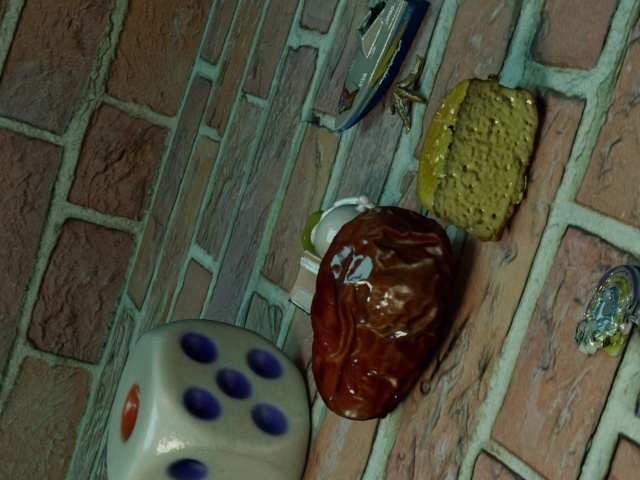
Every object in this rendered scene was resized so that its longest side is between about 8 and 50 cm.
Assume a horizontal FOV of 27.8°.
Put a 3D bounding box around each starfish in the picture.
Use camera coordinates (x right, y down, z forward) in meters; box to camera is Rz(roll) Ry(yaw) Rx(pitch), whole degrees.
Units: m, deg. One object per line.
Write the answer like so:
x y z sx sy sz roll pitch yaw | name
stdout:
0.141 -0.250 2.269 0.130 0.041 0.133 143 138 -59 | starfish

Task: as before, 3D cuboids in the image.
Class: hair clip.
0.355 0.084 1.525 0.116 0.049 0.172 -63 12 -7 | hair clip

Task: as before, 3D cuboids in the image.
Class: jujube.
0.082 0.117 1.962 0.216 0.216 0.342 -109 27 -55 | jujube

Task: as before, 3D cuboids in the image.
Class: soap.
0.001 0.000 2.427 0.089 0.045 0.140 -64 23 18 | soap

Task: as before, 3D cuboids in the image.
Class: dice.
-0.206 0.343 2.342 0.304 0.304 0.277 -101 33 -49 | dice

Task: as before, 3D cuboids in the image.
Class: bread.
0.215 -0.122 1.861 0.139 0.143 0.229 16 88 68 | bread

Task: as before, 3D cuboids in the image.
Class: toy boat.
0.092 -0.327 2.375 0.295 0.088 0.129 -64 23 22 | toy boat

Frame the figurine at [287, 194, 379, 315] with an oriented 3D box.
0.044 0.031 2.217 0.162 0.141 0.236 31 103 38 | figurine
